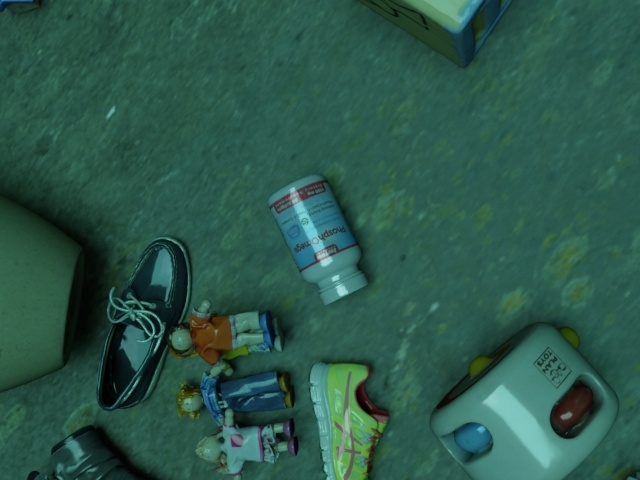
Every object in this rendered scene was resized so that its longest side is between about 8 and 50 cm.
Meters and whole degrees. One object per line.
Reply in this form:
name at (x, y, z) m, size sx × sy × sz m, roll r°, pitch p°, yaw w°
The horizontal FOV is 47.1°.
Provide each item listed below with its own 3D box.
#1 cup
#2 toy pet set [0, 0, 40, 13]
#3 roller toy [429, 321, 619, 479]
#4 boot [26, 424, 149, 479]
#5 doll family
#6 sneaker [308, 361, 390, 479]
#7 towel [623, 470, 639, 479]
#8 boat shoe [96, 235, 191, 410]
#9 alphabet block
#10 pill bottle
cup at (-0.452, 0.074, 0.987) m, size 0.237 × 0.331 × 0.331 m, roll 8°, pitch 93°, yaw -12°
toy pet set at (-0.468, -0.397, 1.088) m, size 0.122 × 0.065 × 0.114 m, roll -12°, pitch 88°, yaw 14°
roller toy at (0.232, 0.193, 0.858) m, size 0.209 × 0.191 × 0.146 m, roll -43°, pitch 80°, yaw 11°
boot at (-0.356, 0.454, 1.057) m, size 0.222 × 0.118 × 0.338 m, roll 33°, pitch 87°, yaw 14°
doll family at (-0.125, 0.187, 1.001) m, size 0.163 × 0.118 × 0.263 m, roll -8°, pitch 107°, yaw 7°
sneaker at (0.049, 0.258, 0.961) m, size 0.094 × 0.081 × 0.208 m, roll -13°, pitch 87°, yaw 11°
towel at (0.484, 0.481, 0.853) m, size 0.374 × 0.090 × 0.320 m, roll 20°, pitch 96°, yaw 13°
boat shoe at (-0.256, 0.117, 1.034) m, size 0.095 × 0.079 × 0.254 m, roll 24°, pitch 96°, yaw 13°
alphabet block at (0.144, -0.354, 0.878) m, size 0.197 × 0.192 × 0.193 m, roll 36°, pitch 97°, yaw 10°
pill bottle at (0.000, 0.000, 0.966) m, size 0.087 × 0.087 × 0.160 m, roll -27°, pitch 84°, yaw 12°
